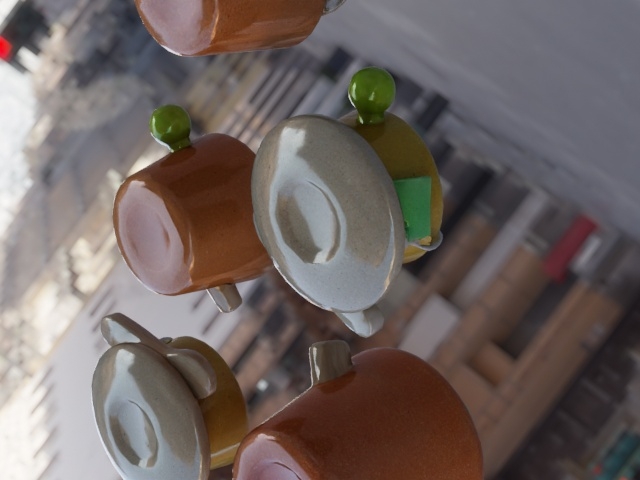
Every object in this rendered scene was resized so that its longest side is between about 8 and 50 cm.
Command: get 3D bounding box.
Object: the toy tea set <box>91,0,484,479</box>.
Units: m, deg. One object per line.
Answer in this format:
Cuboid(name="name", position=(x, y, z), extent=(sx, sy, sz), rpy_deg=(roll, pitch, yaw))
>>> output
Cuboid(name="toy tea set", position=(0.000, 0.000, 0.843), extent=(0.124, 0.336, 0.200), rpy_deg=(-22, -139, -40))
